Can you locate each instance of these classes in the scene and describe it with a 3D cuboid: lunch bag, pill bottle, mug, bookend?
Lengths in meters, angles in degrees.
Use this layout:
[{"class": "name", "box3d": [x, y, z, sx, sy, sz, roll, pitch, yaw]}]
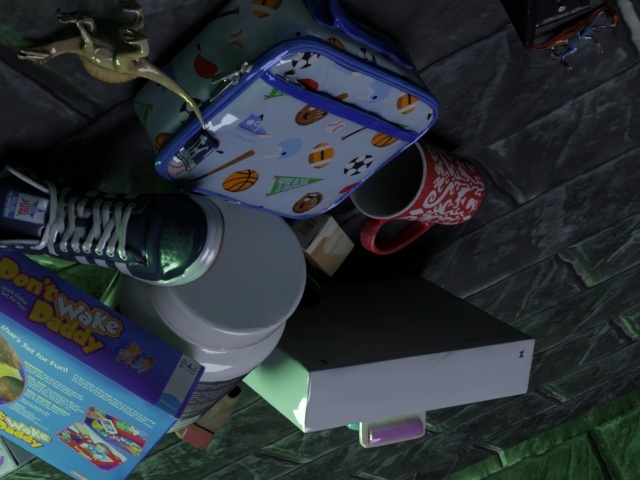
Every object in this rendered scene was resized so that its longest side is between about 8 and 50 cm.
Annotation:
[{"class": "lunch bag", "box3d": [-0.029, -0.139, 1.230, 0.243, 0.115, 0.303, -36, 152, 26]}, {"class": "pill bottle", "box3d": [-0.162, 0.094, 1.441, 0.204, 0.204, 0.361, -7, 160, -27]}, {"class": "mug", "box3d": [0.113, -0.063, 1.497, 0.150, 0.113, 0.169, -41, 154, 26]}, {"class": "bookend", "box3d": [0.266, -0.286, 1.199, 0.156, 0.072, 0.157, -20, 156, -2]}]

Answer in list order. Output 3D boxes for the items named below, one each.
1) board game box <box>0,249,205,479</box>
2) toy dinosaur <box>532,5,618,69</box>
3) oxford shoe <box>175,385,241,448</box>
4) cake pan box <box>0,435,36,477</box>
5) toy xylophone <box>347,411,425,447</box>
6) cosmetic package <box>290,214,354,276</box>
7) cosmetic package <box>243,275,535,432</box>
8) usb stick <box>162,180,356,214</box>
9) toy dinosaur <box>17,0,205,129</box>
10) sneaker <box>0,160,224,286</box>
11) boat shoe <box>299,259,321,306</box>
[{"class": "board game box", "box3d": [-0.331, 0.131, 1.332, 0.347, 0.078, 0.233, 33, 137, -8]}, {"class": "toy dinosaur", "box3d": [0.299, -0.238, 1.366, 0.090, 0.047, 0.082, 12, 123, -33]}, {"class": "oxford shoe", "box3d": [-0.227, 0.211, 1.827, 0.130, 0.123, 0.348, -47, 154, -5]}, {"class": "cake pan box", "box3d": [-0.475, 0.316, 1.755, 0.267, 0.070, 0.246, -31, -179, 23]}, {"class": "toy xylophone", "box3d": [0.009, 0.204, 1.814, 0.236, 0.322, 0.081, -1, 111, -24]}, {"class": "cosmetic package", "box3d": [0.000, 0.000, 1.588, 0.060, 0.041, 0.115, -54, 154, -5]}, {"class": "cosmetic package", "box3d": [0.070, 0.151, 1.704, 0.377, 0.284, 0.097, -5, 107, -31]}, {"class": "usb stick", "box3d": [-0.060, -0.062, 1.439, 0.278, 0.045, 0.077, 1, 156, -39]}, {"class": "toy dinosaur", "box3d": [-0.180, -0.171, 1.087, 0.183, 0.053, 0.093, 18, 144, -7]}, {"class": "sneaker", "box3d": [-0.234, -0.018, 1.211, 0.282, 0.099, 0.153, 7, 174, 45]}, {"class": "boat shoe", "box3d": [-0.047, 0.039, 1.630, 0.075, 0.065, 0.206, -26, 155, 11]}]
